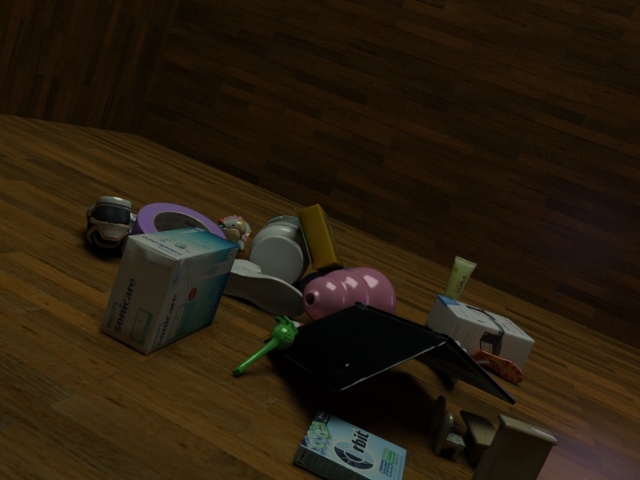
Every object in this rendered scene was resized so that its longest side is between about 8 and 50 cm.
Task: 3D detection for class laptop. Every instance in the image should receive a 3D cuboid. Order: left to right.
[{"bbox_3d":[0.148,0.298,1.362,0.408,0.236,0.382,43,-13,-24],"label":"laptop"}]

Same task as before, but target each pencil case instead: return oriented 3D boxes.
[{"bbox_3d":[0.051,0.158,1.975,0.133,0.119,0.306,4,2,26],"label":"pencil case"}]

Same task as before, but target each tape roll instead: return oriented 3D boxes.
[{"bbox_3d":[-0.418,0.003,1.743,0.274,0.090,0.275,23,26,-12],"label":"tape roll"}]

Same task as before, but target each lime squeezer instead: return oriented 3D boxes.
[{"bbox_3d":[-0.098,0.224,1.364,0.059,0.110,0.310,47,19,-3],"label":"lime squeezer"}]

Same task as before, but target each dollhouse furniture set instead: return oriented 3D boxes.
[{"bbox_3d":[0.364,0.408,1.228,0.212,0.161,0.242,20,11,-5],"label":"dollhouse furniture set"}]

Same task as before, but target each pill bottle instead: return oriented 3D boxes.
[{"bbox_3d":[-0.132,0.038,2.006,0.204,0.204,0.361,21,11,-2],"label":"pill bottle"}]

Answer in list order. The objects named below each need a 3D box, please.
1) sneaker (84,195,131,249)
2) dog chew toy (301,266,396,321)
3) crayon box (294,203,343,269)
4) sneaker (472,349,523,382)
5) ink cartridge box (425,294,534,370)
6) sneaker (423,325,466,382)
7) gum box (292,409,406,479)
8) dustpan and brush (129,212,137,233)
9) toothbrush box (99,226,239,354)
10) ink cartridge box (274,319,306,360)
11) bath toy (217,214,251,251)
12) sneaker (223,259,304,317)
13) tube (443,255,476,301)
[{"bbox_3d":[-0.617,-0.035,1.704,0.126,0.128,0.321,9,-11,-20],"label":"sneaker"},{"bbox_3d":[0.074,0.174,1.703,0.206,0.207,0.331,29,12,37],"label":"dog chew toy"},{"bbox_3d":[0.000,0.000,1.948,0.081,0.202,0.318,-17,-7,6],"label":"crayon box"},{"bbox_3d":[0.586,0.407,1.934,0.175,0.064,0.067,30,3,27],"label":"sneaker"},{"bbox_3d":[0.561,0.327,2.096,0.307,0.129,0.223,19,10,-10],"label":"ink cartridge box"},{"bbox_3d":[0.342,0.333,1.741,0.146,0.105,0.296,20,5,6],"label":"sneaker"},{"bbox_3d":[0.058,0.389,1.061,0.184,0.041,0.157,24,11,8],"label":"gum box"},{"bbox_3d":[-0.624,-0.067,1.960,0.211,0.060,0.147,28,13,32],"label":"dustpan and brush"},{"bbox_3d":[-0.324,0.097,1.308,0.126,0.216,0.295,24,10,14],"label":"toothbrush box"},{"bbox_3d":[-0.033,0.263,1.508,0.145,0.045,0.179,17,9,-19],"label":"ink cartridge box"},{"bbox_3d":[-0.319,-0.026,2.095,0.129,0.151,0.348,35,7,-8],"label":"bath toy"},{"bbox_3d":[-0.169,0.128,1.747,0.292,0.108,0.169,20,14,4],"label":"sneaker"},{"bbox_3d":[0.565,0.192,2.474,0.070,0.240,0.062,18,9,-19],"label":"tube"}]
